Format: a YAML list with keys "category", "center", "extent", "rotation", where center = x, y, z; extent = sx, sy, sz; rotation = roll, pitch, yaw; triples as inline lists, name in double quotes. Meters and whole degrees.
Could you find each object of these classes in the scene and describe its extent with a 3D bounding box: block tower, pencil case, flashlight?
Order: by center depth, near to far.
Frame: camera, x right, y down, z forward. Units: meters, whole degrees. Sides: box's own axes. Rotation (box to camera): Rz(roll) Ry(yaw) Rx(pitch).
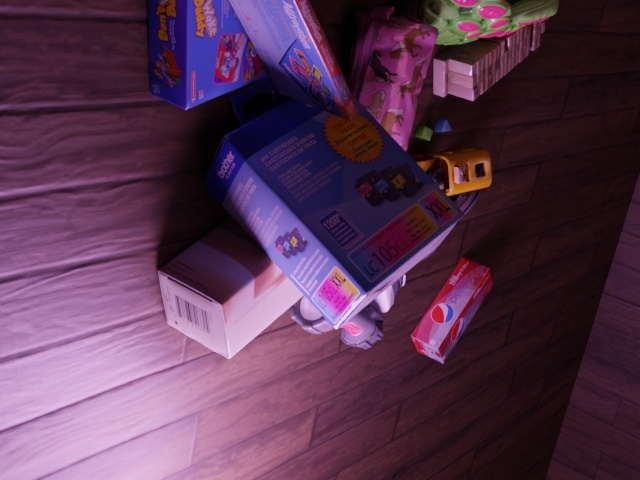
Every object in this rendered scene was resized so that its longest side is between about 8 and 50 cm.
- category: "pencil case"
  center: [0.100, -0.236, 1.818]
  extent: [0.167, 0.160, 0.386]
  rotation: [-90, -166, -75]
- category: "flashlight"
  center: [0.039, 0.167, 2.050]
  extent: [0.304, 0.103, 0.103]
  rotation: [39, 57, -62]
- category: "block tower"
  center: [0.378, -0.420, 2.171]
  extent: [0.335, 0.097, 0.091]
  rotation: [-39, 138, -35]

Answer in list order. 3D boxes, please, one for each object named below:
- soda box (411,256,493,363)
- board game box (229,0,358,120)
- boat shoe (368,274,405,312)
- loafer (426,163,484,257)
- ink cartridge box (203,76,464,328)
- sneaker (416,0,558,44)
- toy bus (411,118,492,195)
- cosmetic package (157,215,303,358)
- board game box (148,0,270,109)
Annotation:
- category: "soda box"
  center: [0.338, 0.176, 2.510]
  extent: [0.263, 0.083, 0.092]
  rotation: [-54, 147, -20]
- category: "board game box"
  center: [-0.045, -0.284, 1.418]
  extent: [0.027, 0.145, 0.281]
  rotation: [-55, 149, -15]
- category: "boat shoe"
  center: [0.133, 0.030, 2.086]
  extent: [0.102, 0.108, 0.301]
  rotation: [-49, 147, -27]
- category: "loafer"
  center: [0.277, -0.094, 2.226]
  extent: [0.302, 0.109, 0.095]
  rotation: [-55, 143, -13]
- category: "ink cartridge box"
  center: [0.001, -0.091, 1.618]
  extent: [0.270, 0.395, 0.151]
  rotation: [-36, 167, -37]
- category: "sneaker"
  center: [0.314, -0.509, 1.957]
  extent: [0.483, 0.185, 0.202]
  rotation: [-22, 93, -58]
- category: "toy bus"
  center: [0.272, -0.144, 2.112]
  extent: [0.191, 0.104, 0.202]
  rotation: [38, 76, -30]
- category: "cosmetic package"
  center: [-0.116, 0.046, 1.680]
  extent: [0.296, 0.153, 0.129]
  rotation: [-40, 141, -38]
- category: "board game box"
  center: [-0.137, -0.390, 1.417]
  extent: [0.233, 0.078, 0.347]
  rotation: [-31, 137, -44]
